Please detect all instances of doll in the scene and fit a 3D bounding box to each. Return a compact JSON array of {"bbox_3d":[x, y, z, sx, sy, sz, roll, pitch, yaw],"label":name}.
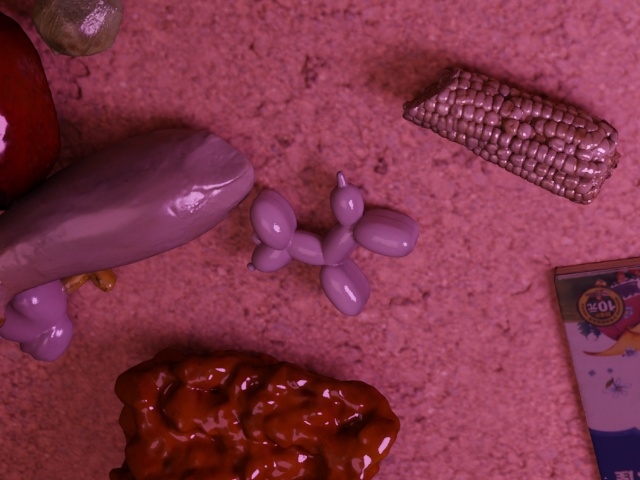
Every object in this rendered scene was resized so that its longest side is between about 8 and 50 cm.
[{"bbox_3d":[0.000,0.000,1.698,0.160,0.059,0.161,36,122,-6],"label":"doll"},{"bbox_3d":[-0.392,0.109,1.848,0.365,0.094,0.160,-36,107,29],"label":"doll"}]

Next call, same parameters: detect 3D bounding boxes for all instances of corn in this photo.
[{"bbox_3d":[0.184,-0.110,1.575,0.211,0.087,0.087,27,122,4],"label":"corn"}]

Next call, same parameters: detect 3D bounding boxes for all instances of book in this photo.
[{"bbox_3d":[0.383,0.156,1.704,0.228,0.018,0.322,-9,115,20],"label":"book"}]

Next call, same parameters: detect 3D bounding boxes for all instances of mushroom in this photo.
[{"bbox_3d":[-0.235,-0.019,1.694,0.350,0.128,0.128,-27,110,2],"label":"mushroom"}]

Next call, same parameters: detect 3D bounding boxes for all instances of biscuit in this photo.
[{"bbox_3d":[-0.089,0.277,1.771,0.318,0.110,0.312,12,88,13],"label":"biscuit"}]

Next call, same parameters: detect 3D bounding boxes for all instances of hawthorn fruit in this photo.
[{"bbox_3d":[-0.368,-0.141,1.640,0.215,0.215,0.250,-4,110,18],"label":"hawthorn fruit"}]

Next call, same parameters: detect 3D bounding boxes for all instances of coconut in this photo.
[{"bbox_3d":[-0.241,-0.221,1.629,0.088,0.088,0.096,29,114,-1],"label":"coconut"}]
